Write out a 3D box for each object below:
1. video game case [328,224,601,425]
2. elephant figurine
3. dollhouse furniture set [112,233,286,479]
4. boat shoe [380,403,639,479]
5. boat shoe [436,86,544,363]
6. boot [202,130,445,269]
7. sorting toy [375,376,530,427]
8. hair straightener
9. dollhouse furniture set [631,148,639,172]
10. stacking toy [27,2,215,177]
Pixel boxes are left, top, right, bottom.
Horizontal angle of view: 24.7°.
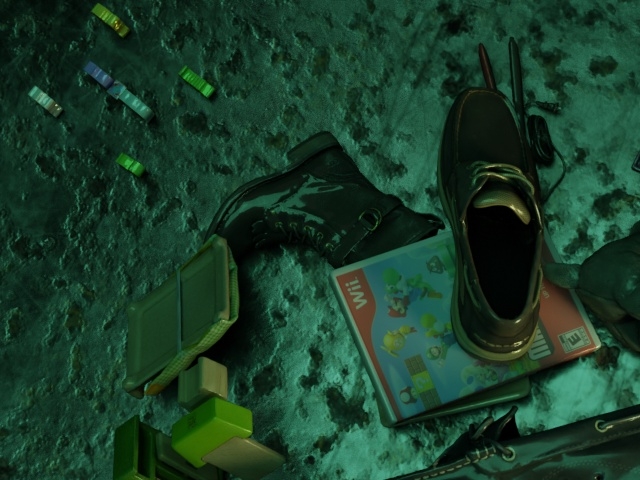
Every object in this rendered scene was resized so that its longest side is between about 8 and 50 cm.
[{"bbox_3d":[0.177,0.087,1.794,0.285,0.025,0.204,-18,73,-14],"label":"video game case"},{"bbox_3d":[0.432,0.014,1.760,0.239,0.186,0.169,-52,26,-15],"label":"elephant figurine"},{"bbox_3d":[-0.139,0.176,1.845,0.197,0.151,0.301,-36,38,28],"label":"dollhouse furniture set"},{"bbox_3d":[0.210,0.282,1.713,0.500,0.187,0.156,-9,67,6],"label":"boat shoe"},{"bbox_3d":[0.220,-0.034,1.762,0.132,0.130,0.355,-1,69,-9],"label":"boat shoe"},{"bbox_3d":[0.000,0.000,1.880,0.263,0.091,0.229,-42,65,-2],"label":"boot"},{"bbox_3d":[0.153,0.122,1.847,0.193,0.038,0.208,-14,67,10],"label":"sorting toy"},{"bbox_3d":[0.268,-0.158,1.887,0.089,0.047,0.230,-13,72,11],"label":"hair straightener"},{"bbox_3d":[0.454,-0.119,1.810,0.114,0.081,0.091,26,82,19],"label":"dollhouse furniture set"},{"bbox_3d":[-0.281,-0.209,2.039,0.221,0.052,0.167,37,86,20],"label":"stacking toy"}]
